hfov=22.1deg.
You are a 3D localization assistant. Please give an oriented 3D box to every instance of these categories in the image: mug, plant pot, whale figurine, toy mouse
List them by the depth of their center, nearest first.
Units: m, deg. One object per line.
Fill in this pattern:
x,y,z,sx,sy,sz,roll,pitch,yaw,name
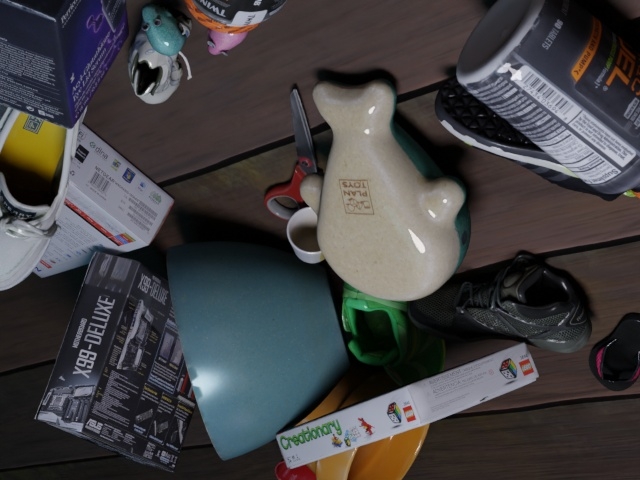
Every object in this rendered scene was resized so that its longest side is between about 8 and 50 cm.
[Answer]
-0.136,-0.228,1.766,0.161,0.031,0.143,11,125,-5,toy mouse
0.078,-0.068,1.851,0.216,0.141,0.272,2,119,37,whale figurine
-0.004,0.002,2.038,0.078,0.062,0.064,27,161,10,mug
-0.070,0.125,2.155,0.195,0.290,0.290,-15,143,2,plant pot
0.027,0.255,2.353,0.188,0.205,0.205,29,156,29,plant pot

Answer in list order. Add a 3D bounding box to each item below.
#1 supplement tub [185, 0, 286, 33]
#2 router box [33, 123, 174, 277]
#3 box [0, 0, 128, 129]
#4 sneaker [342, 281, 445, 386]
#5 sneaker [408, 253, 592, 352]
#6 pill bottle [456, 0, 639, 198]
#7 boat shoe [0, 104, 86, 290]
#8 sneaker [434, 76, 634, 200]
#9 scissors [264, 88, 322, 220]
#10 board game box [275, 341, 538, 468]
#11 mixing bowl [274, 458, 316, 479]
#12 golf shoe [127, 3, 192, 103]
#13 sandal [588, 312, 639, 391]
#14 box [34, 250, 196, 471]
-0.070,-0.286,1.586,0.117,0.117,0.190,28,151,-4,supplement tub
-0.414,-0.097,2.215,0.335,0.082,0.301,41,148,-26,router box
-0.294,-0.249,1.790,0.108,0.153,0.207,21,152,9,box
0.081,0.120,2.134,0.109,0.123,0.295,9,148,27,sneaker
0.209,0.067,1.987,0.228,0.087,0.130,7,145,25,sneaker
0.260,-0.132,1.564,0.246,0.130,0.130,36,150,-18,pill bottle
-0.368,-0.056,2.009,0.136,0.156,0.367,20,122,-14,boat shoe
0.225,-0.093,1.704,0.235,0.084,0.097,22,153,7,sneaker
-0.006,-0.086,1.976,0.109,0.021,0.297,25,151,5,scissors
0.103,0.208,2.035,0.305,0.193,0.053,-28,80,53,board game box
0.028,0.358,2.601,0.181,0.098,0.181,19,150,11,mixing bowl
-0.200,-0.194,1.878,0.069,0.086,0.176,24,153,2,golf shoe
0.372,0.147,2.031,0.067,0.040,0.179,22,151,6,sandal
-0.259,0.177,2.295,0.077,0.242,0.307,12,168,23,box
